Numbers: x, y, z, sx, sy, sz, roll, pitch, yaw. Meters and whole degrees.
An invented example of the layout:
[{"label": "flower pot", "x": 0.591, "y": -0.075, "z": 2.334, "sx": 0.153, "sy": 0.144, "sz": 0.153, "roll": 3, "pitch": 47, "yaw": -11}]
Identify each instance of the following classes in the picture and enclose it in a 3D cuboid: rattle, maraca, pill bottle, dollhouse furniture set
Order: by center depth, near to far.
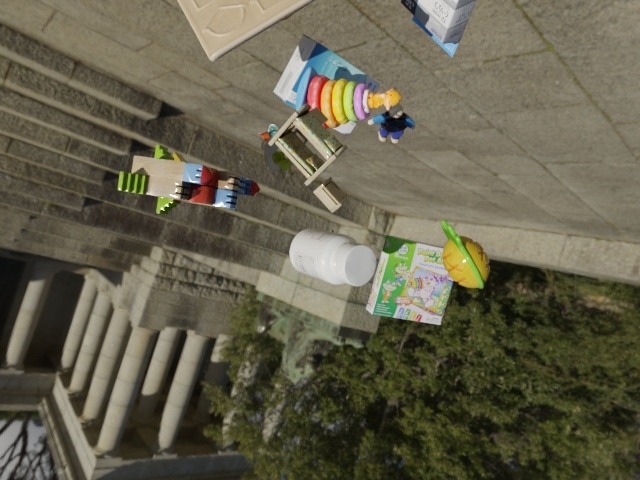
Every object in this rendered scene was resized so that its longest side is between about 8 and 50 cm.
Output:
[{"label": "dollhouse furniture set", "x": 0.025, "y": -0.180, "z": 0.879, "sx": 0.182, "sy": 0.161, "sz": 0.101, "roll": 47, "pitch": 129, "yaw": -5}, {"label": "maraca", "x": 0.334, "y": 0.034, "z": 1.048, "sx": 0.185, "sy": 0.099, "sz": 0.127, "roll": 58, "pitch": -178, "yaw": -17}, {"label": "pill bottle", "x": 0.031, "y": 0.044, "z": 1.150, "sx": 0.131, "sy": 0.131, "sz": 0.229, "roll": 19, "pitch": 177, "yaw": -36}, {"label": "rattle", "x": -0.167, "y": -0.334, "z": 1.501, "sx": 0.200, "sy": 0.130, "sz": 0.142, "roll": 38, "pitch": -158, "yaw": -49}]

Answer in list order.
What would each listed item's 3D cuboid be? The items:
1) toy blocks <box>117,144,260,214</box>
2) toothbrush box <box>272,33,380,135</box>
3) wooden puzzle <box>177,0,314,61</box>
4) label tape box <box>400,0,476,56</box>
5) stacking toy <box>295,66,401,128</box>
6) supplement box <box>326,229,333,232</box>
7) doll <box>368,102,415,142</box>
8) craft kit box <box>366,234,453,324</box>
[{"label": "toy blocks", "x": -0.336, "y": -0.153, "z": 1.262, "sx": 0.261, "sy": 0.190, "sz": 0.381, "roll": 9, "pitch": -178, "yaw": 10}, {"label": "toothbrush box", "x": 0.024, "y": -0.527, "z": 1.538, "sx": 0.296, "sy": 0.216, "sz": 0.126, "roll": 17, "pitch": -155, "yaw": -36}, {"label": "wooden puzzle", "x": -0.208, "y": -0.658, "z": 1.207, "sx": 0.347, "sy": 0.322, "sz": 0.080, "roll": 61, "pitch": -177, "yaw": 24}, {"label": "label tape box", "x": 0.413, "y": -0.850, "z": 1.599, "sx": 0.249, "sy": 0.115, "sz": 0.347, "roll": 54, "pitch": 163, "yaw": 18}, {"label": "stacking toy", "x": 0.095, "y": -0.414, "z": 1.322, "sx": 0.302, "sy": 0.175, "sz": 0.166, "roll": 5, "pitch": 164, "yaw": 26}, {"label": "supplement box", "x": 0.000, "y": 0.000, "z": 1.680, "sx": 0.083, "sy": 0.056, "sz": 0.083, "roll": -15, "pitch": 180, "yaw": -37}, {"label": "doll", "x": 0.195, "y": -0.321, "z": 1.224, "sx": 0.129, "sy": 0.046, "sz": 0.189, "roll": 9, "pitch": 173, "yaw": 2}, {"label": "craft kit box", "x": 0.292, "y": 0.126, "z": 1.387, "sx": 0.250, "sy": 0.246, "sz": 0.061, "roll": 11, "pitch": -174, "yaw": -18}]
